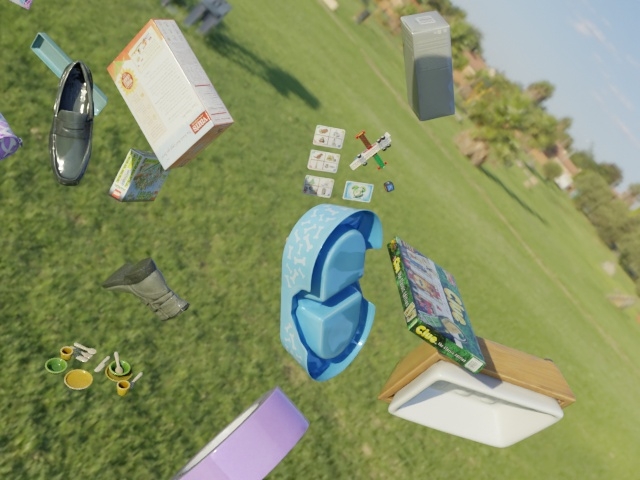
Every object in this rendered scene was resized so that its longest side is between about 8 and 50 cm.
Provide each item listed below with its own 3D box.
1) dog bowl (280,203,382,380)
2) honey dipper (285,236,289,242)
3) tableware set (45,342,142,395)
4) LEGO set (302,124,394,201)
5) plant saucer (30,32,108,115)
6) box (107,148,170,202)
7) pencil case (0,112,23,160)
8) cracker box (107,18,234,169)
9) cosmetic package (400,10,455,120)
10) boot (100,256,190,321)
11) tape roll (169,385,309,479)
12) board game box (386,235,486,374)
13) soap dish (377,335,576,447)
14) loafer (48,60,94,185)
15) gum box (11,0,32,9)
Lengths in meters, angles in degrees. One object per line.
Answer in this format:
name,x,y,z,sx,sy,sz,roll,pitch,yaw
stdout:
dog bowl,0.011,0.076,1.236,0.074,0.297,0.166,26,39,33
honey dipper,0.000,0.000,1.852,0.030,0.160,0.031,3,90,-86
tableware set,-0.401,0.229,1.425,0.154,0.024,0.104,23,34,11
LEGO set,0.083,-0.195,2.062,0.244,0.183,0.060,7,19,-17
plant saucer,-0.517,-0.345,1.667,0.192,0.067,0.018,46,53,-12
box,-0.395,-0.142,1.792,0.036,0.114,0.207,29,7,5
pencil case,-0.676,-0.248,1.585,0.206,0.086,0.088,52,-18,15
cracker box,-0.281,-0.270,1.498,0.067,0.155,0.232,-21,79,-55
cosmetic package,0.267,-0.431,1.997,0.127,0.107,0.238,-108,-171,-58
boot,-0.422,0.133,1.927,0.083,0.246,0.161,-47,111,-33
tape roll,-0.149,0.379,1.416,0.090,0.275,0.275,48,15,2
board game box,0.178,0.095,1.273,0.136,0.030,0.260,36,20,-20
soap dish,0.288,0.276,1.510,0.290,0.229,0.118,20,53,-14
loafer,-0.441,-0.209,1.426,0.078,0.076,0.223,151,-58,-72
gum box,-0.704,-0.603,1.837,0.062,0.107,0.188,20,8,-45
